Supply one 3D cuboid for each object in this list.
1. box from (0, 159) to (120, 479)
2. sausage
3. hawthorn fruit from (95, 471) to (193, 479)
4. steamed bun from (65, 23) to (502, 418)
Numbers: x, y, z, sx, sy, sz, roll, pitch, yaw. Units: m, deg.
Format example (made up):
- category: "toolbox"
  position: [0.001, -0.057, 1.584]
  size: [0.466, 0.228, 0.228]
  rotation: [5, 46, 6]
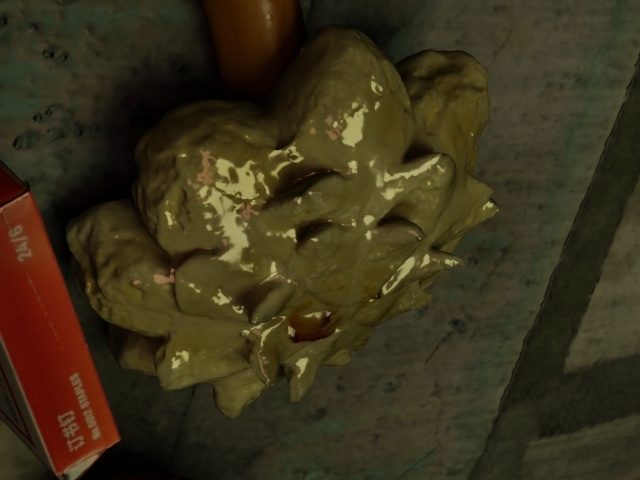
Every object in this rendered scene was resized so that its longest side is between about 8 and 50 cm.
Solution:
- category: "box"
  position: [-0.189, 0.033, 1.122]
  size: [0.050, 0.123, 0.229]
  rotation: [-33, 139, -20]
- category: "sausage"
  position: [-0.038, -0.128, 1.177]
  size: [0.062, 0.054, 0.183]
  rotation: [-11, 137, -2]
- category: "hawthorn fruit"
  position: [-0.113, 0.257, 1.318]
  size: [0.224, 0.224, 0.261]
  rotation: [-37, 118, -12]
- category: "steamed bun"
  position: [0.000, 0.000, 1.214]
  size: [0.295, 0.137, 0.292]
  rotation: [-6, 139, -36]
